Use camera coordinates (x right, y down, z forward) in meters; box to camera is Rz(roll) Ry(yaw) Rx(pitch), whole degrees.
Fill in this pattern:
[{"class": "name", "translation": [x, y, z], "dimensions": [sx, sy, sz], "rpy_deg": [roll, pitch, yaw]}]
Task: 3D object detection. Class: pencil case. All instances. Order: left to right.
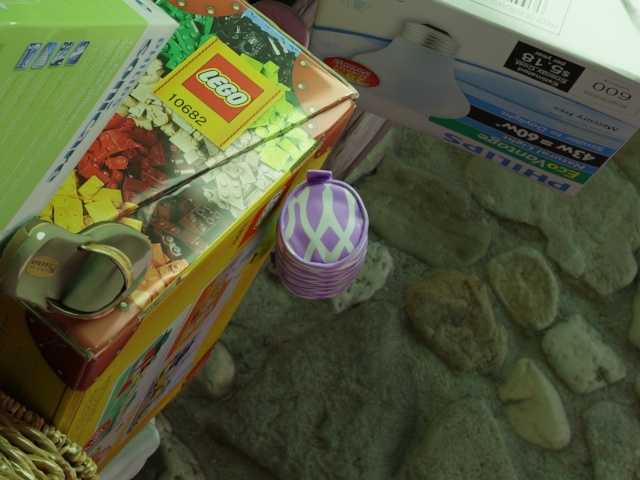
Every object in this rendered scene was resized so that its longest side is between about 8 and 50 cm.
[{"class": "pencil case", "translation": [0.000, 0.000, 1.320], "dimensions": [0.206, 0.086, 0.088], "rpy_deg": [112, -17, -80]}]

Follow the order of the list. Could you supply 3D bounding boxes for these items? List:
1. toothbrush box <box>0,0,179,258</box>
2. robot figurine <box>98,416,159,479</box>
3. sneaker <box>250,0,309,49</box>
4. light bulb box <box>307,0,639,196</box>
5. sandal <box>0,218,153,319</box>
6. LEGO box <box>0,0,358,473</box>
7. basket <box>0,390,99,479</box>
[{"class": "toothbrush box", "translation": [-0.224, -0.076, 0.805], "dimensions": [0.206, 0.122, 0.283], "rpy_deg": [-51, 174, 16]}, {"class": "robot figurine", "translation": [-0.327, 0.241, 1.640], "dimensions": [0.300, 0.199, 0.353], "rpy_deg": [2, -151, 35]}, {"class": "sneaker", "translation": [-0.096, -0.150, 1.555], "dimensions": [0.236, 0.095, 0.104], "rpy_deg": [-52, -178, 5]}, {"class": "light bulb box", "translation": [0.187, -0.252, 1.519], "dimensions": [0.361, 0.358, 0.225], "rpy_deg": [109, 4, -75]}, {"class": "sandal", "translation": [-0.159, 0.024, 0.984], "dimensions": [0.072, 0.049, 0.180], "rpy_deg": [-63, 162, 5]}, {"class": "LEGO box", "translation": [-0.214, 0.049, 1.343], "dimensions": [0.372, 0.193, 0.500], "rpy_deg": [-47, 173, -38]}, {"class": "basket", "translation": [-0.364, 0.215, 1.087], "dimensions": [0.299, 0.213, 0.223], "rpy_deg": [-46, 170, 14]}]
